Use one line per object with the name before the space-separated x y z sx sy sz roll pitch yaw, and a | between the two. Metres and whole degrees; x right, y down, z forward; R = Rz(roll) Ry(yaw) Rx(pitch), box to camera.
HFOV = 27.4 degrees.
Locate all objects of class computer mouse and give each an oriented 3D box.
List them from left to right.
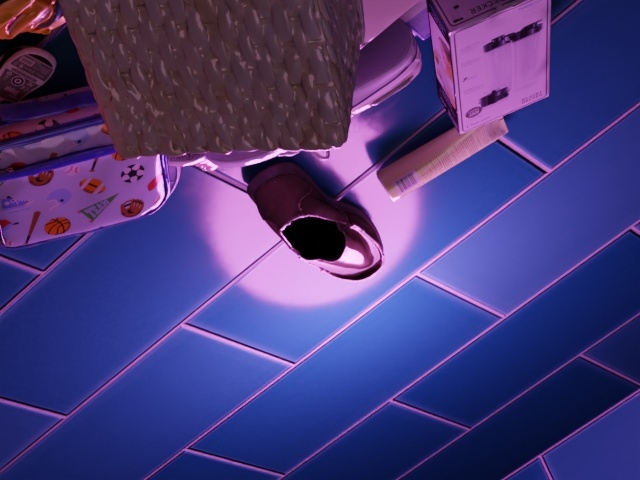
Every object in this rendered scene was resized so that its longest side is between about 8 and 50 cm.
computer mouse | -0.445 -0.219 1.849 0.193 0.042 0.106 -34 139 26

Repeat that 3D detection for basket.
basket | -0.127 -0.296 1.611 0.328 0.266 0.331 -2 137 10

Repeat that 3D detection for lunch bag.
lunch bag | -0.375 -0.112 1.903 0.303 0.115 0.243 -16 144 -15

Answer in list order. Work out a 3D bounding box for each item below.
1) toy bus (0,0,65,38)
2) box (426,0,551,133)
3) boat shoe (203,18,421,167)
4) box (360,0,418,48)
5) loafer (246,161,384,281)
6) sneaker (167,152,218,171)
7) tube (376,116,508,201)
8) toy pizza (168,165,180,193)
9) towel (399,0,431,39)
toy bus | -0.359 -0.326 1.608 0.149 0.220 0.211 -29 150 19
box | 0.263 -0.301 2.027 0.169 0.087 0.290 -24 153 -2
boat shoe | -0.006 -0.207 2.030 0.367 0.136 0.156 -32 155 6
box | 0.042 -0.340 1.822 0.094 0.113 0.275 20 138 -39
loafer | 0.000 0.000 2.286 0.134 0.130 0.366 -35 143 18
sneaker | -0.197 -0.131 2.064 0.134 0.051 0.070 -22 155 -34
tube | 0.212 -0.151 2.269 0.240 0.062 0.070 -31 -172 4
toy pizza | -0.321 -0.101 2.073 0.201 0.032 0.201 -15 143 -11
towel | 0.144 -0.415 1.901 0.209 0.034 0.285 -36 142 20
